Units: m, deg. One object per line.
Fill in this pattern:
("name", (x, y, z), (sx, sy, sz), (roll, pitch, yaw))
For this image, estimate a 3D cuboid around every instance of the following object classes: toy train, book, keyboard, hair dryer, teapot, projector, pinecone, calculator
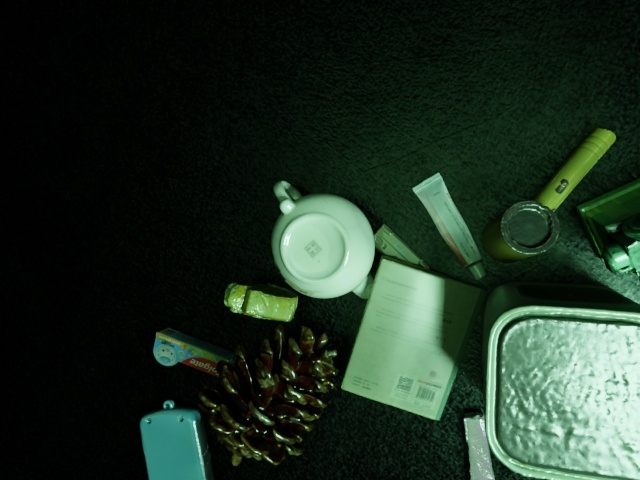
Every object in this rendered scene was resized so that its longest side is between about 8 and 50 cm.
("toy train", (0.564, -0.044, 0.692), (0.301, 0.202, 0.120), (-27, 104, 17))
("book", (0.177, 0.194, 0.897), (0.215, 0.025, 0.282), (19, 98, 3))
("keyboard", (0.157, 0.027, 0.920), (0.129, 0.015, 0.049), (44, 99, 11))
("hair dryer", (0.400, -0.079, 0.796), (0.090, 0.135, 0.278), (42, 87, 12))
("teapot", (0.000, 0.000, 0.905), (0.204, 0.139, 0.298), (-34, 85, 18))
("projector", (0.391, 0.205, 0.732), (0.249, 0.249, 0.248), (1, 93, 18))
("pinecone", (-0.099, 0.296, 0.903), (0.244, 0.244, 0.309), (37, 84, 12))
("calculator", (-0.335, 0.519, 1.079), (0.173, 0.051, 0.292), (-11, 89, 19))

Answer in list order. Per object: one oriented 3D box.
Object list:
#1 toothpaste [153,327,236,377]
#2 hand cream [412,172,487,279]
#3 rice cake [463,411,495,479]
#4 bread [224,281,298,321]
("toothpaste", (-0.289, 0.267, 1.056), (0.194, 0.044, 0.070), (16, 99, 16))
("hand cream", (0.251, -0.022, 0.880), (0.053, 0.038, 0.216), (-25, 79, -7))
("rice cake", (0.310, 0.432, 0.881), (0.047, 0.036, 0.206), (-9, 90, 27))
("bread", (-0.123, 0.124, 0.941), (0.118, 0.156, 0.064), (12, 91, 52))
